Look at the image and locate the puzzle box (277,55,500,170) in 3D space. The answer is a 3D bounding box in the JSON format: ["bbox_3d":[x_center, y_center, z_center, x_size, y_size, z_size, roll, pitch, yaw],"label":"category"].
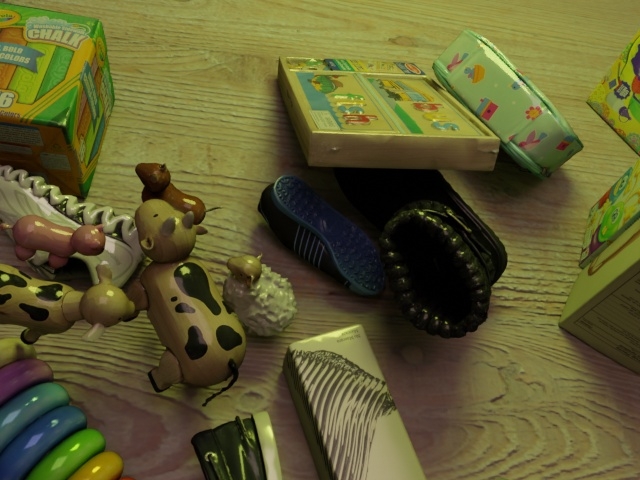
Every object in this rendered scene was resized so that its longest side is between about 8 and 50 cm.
[{"bbox_3d":[0.085,-0.221,0.966,0.272,0.052,0.408,0,31,-12],"label":"puzzle box"}]

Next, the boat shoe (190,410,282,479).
[{"bbox_3d":[-0.089,0.357,0.640,0.113,0.127,0.339,-3,57,-13],"label":"boat shoe"}]

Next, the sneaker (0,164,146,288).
[{"bbox_3d":[-0.390,-0.016,0.832,0.292,0.110,0.118,22,66,4],"label":"sneaker"}]

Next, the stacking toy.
[{"bbox_3d":[-0.285,0.264,0.663,0.330,0.141,0.141,40,60,10],"label":"stacking toy"}]

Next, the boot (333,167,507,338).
[{"bbox_3d":[0.117,-0.031,0.842,0.348,0.131,0.260,41,25,14],"label":"boot"}]

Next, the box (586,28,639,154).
[{"bbox_3d":[0.734,-0.348,1.132,0.279,0.290,0.177,-23,66,-23],"label":"box"}]

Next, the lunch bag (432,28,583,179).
[{"bbox_3d":[0.332,-0.228,1.042,0.279,0.108,0.224,54,20,18],"label":"lunch bag"}]

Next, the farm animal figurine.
[{"bbox_3d":[-0.202,0.051,0.699,0.326,0.172,0.330,49,48,-5],"label":"farm animal figurine"}]

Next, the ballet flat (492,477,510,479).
[{"bbox_3d":[0.294,0.385,0.729,0.072,0.068,0.213,-27,67,-24],"label":"ballet flat"}]

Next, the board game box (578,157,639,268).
[{"bbox_3d":[0.551,-0.050,0.923,0.144,0.275,0.142,24,58,4],"label":"board game box"}]

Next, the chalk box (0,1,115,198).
[{"bbox_3d":[-0.431,-0.236,0.910,0.181,0.179,0.288,5,58,-8],"label":"chalk box"}]

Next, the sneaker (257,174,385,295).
[{"bbox_3d":[0.000,0.000,0.912,0.232,0.090,0.081,47,59,-6],"label":"sneaker"}]

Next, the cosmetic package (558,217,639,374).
[{"bbox_3d":[0.491,0.054,0.836,0.153,0.296,0.129,32,57,8],"label":"cosmetic package"}]

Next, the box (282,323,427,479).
[{"bbox_3d":[0.046,0.255,0.747,0.113,0.094,0.275,-14,62,-18],"label":"box"}]
